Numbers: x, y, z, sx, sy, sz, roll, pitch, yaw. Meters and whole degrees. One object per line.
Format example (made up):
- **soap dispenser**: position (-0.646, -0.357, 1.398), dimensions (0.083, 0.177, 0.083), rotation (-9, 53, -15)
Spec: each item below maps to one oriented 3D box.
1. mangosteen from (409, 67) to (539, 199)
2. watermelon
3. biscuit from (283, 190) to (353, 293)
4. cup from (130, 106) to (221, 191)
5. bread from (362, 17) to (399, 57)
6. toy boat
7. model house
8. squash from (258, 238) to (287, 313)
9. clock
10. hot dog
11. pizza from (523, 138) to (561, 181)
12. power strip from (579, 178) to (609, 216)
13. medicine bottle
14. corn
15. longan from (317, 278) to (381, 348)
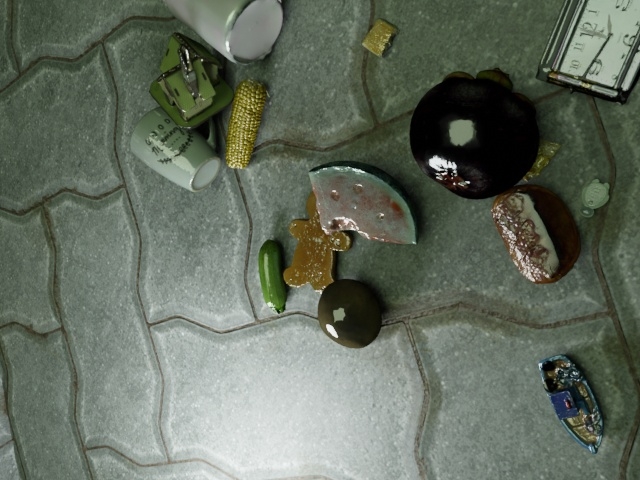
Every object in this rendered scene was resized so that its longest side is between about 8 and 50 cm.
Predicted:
- **mangosteen**: position (0.338, -0.248, 1.300), dimensions (0.274, 0.275, 0.302), rotation (15, 67, 30)
- **watermelon**: position (0.113, -0.088, 1.536), dimensions (0.318, 0.148, 0.226), rotation (35, 119, 3)
- **biscuit**: position (0.000, 0.000, 1.673), dimensions (0.196, 0.049, 0.302), rotation (15, 106, 23)
- **cup**: position (-0.403, -0.296, 1.835), dimensions (0.234, 0.186, 0.258), rotation (37, 88, 14)
- **bread**: position (0.149, -0.507, 1.513), dimensions (0.070, 0.035, 0.083), rotation (37, 108, 23)
- **toy boat**: position (0.559, 0.360, 1.337), dimensions (0.100, 0.097, 0.223), rotation (-29, 80, 35)
- **model house**: position (-0.383, -0.492, 1.687), dimensions (0.204, 0.279, 0.218), rotation (-38, 70, -15)
- **squash**: position (-0.140, 0.106, 1.763), dimensions (0.068, 0.077, 0.219), rotation (-5, 96, 42)
- **clock**: position (0.571, -0.413, 1.225), dimensions (0.186, 0.083, 0.253), rotation (28, 111, 27)
- **hot dog**: position (0.473, -0.016, 1.335), dimensions (0.160, 0.099, 0.227), rotation (-22, 86, 33)
- **pizza**: position (0.479, -0.200, 1.350), dimensions (0.108, 0.026, 0.123), rotation (-18, 87, 31)
- **power strip**: position (0.585, -0.088, 1.299), dimensions (0.055, 0.035, 0.083), rotation (28, 98, 26)
- **medicine bottle**: position (-0.295, -0.666, 1.668), dimensions (0.378, 0.213, 0.214), rotation (41, 116, 21)
- **corn**: position (-0.219, -0.334, 1.742), dimensions (0.091, 0.091, 0.260), rotation (28, 112, 36)
- **longan**: position (0.078, 0.193, 1.591), dimensions (0.167, 0.167, 0.187), rotation (-33, 100, 32)
